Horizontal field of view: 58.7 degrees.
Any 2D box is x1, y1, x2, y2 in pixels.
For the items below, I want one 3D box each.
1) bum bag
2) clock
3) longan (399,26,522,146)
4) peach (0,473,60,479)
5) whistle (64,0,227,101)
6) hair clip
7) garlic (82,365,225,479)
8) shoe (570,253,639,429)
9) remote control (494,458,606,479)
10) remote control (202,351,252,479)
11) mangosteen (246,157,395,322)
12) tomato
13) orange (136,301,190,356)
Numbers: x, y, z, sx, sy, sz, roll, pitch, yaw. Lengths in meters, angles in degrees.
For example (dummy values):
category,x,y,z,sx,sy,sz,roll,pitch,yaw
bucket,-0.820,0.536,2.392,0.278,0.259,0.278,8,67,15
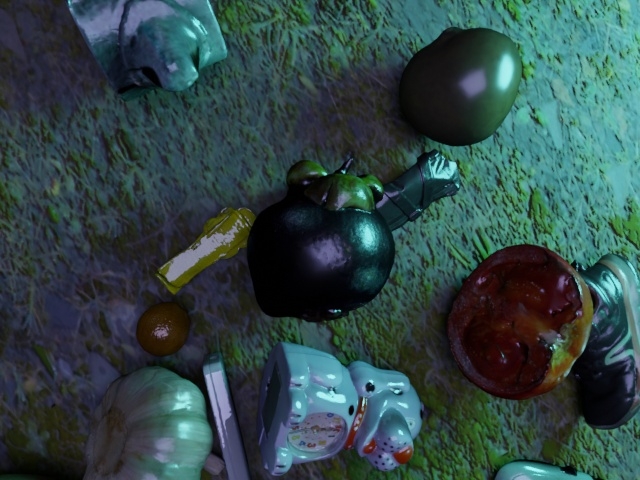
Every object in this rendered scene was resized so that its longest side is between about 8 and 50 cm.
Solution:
category,x,y,z,sx,sy,sz,roll,pitch,yaw
bum bag,0.137,-0.073,0.922,0.198,0.049,0.087,-34,119,-6
clock,0.043,0.258,0.862,0.254,0.189,0.188,11,89,-14
longan,0.216,-0.234,0.871,0.189,0.189,0.189,0,91,-8
peach,-0.422,0.460,0.759,0.293,0.247,0.292,7,66,-15
whistle,-0.276,-0.378,0.790,0.168,0.188,0.404,-27,94,-6
hair clip,-0.171,0.013,0.880,0.173,0.046,0.072,-42,105,-4
garlic,-0.221,0.299,0.833,0.212,0.219,0.218,32,86,-44
shoe,0.445,0.167,0.930,0.137,0.114,0.290,-1,88,-13
remote control,0.415,0.434,0.966,0.256,0.045,0.097,15,89,-10
remote control,-0.136,0.298,0.861,0.034,0.103,0.249,-13,93,-10
mangosteen,0.000,0.000,0.820,0.243,0.243,0.242,0,91,-8
tomato,0.318,0.130,0.886,0.140,0.200,0.233,25,98,-40
orange,-0.236,0.134,0.861,0.085,0.085,0.084,0,91,-8
